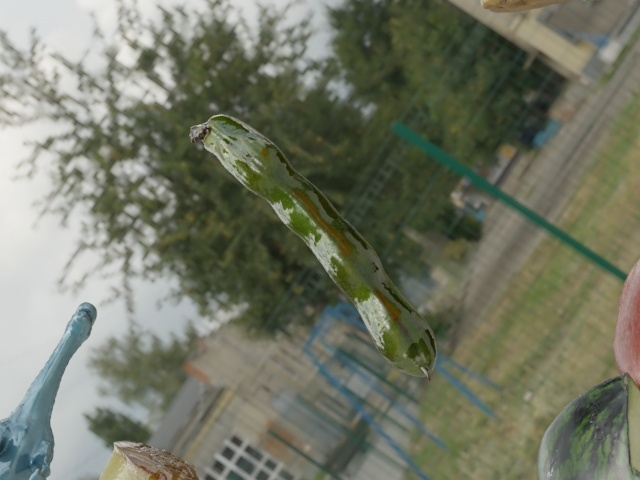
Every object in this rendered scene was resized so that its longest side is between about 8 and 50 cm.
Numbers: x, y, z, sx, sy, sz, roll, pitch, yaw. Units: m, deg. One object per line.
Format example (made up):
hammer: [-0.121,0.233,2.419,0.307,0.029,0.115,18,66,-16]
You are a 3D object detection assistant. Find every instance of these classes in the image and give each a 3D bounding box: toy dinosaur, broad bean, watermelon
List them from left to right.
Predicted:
toy dinosaur: [-0.154,0.121,0.652,0.080,0.045,0.197,-105,41,-80]
broad bean: [0.001,0.000,0.971,0.053,0.256,0.052,-43,-2,28]
watermelon: [0.215,0.208,0.909,0.145,0.137,0.193,-77,-7,-46]

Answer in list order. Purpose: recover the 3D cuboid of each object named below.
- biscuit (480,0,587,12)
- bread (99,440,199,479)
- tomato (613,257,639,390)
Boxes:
biscuit: [0.315,-0.266,1.129,0.376,0.051,0.269,-18,-6,16]
bread: [-0.203,0.292,1.588,0.086,0.125,0.156,-61,22,-6]
tomato: [0.329,0.069,1.107,0.151,0.187,0.187,-41,-13,-44]
